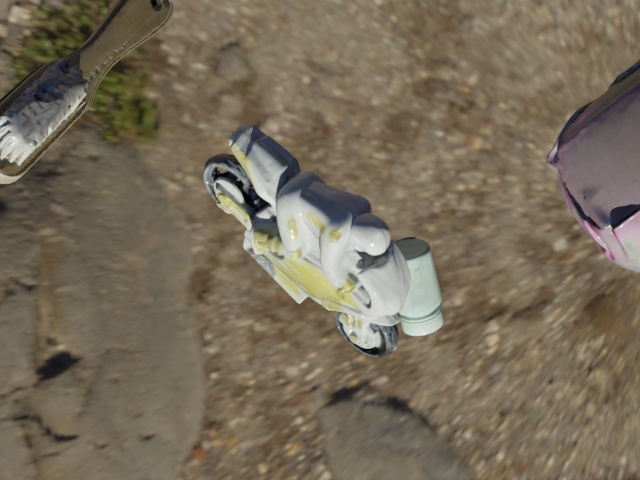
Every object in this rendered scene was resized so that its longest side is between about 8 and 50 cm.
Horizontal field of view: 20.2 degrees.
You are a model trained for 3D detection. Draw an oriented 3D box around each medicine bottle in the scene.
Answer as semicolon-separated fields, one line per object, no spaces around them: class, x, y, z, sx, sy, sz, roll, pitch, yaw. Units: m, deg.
medicine bottle;0.087;0.043;1.671;0.047;0.047;0.083;-8;116;11

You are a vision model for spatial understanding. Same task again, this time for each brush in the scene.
brush;-0.236;-0.174;1.806;0.070;0.327;0.065;47;136;-10

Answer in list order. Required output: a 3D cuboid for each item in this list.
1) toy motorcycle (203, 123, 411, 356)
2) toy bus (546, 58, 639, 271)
toy motorcycle;0.000;0.000;1.481;0.229;0.151;0.074;49;59;-4
toy bus;0.369;-0.123;1.584;0.386;0.162;0.171;-39;55;29
